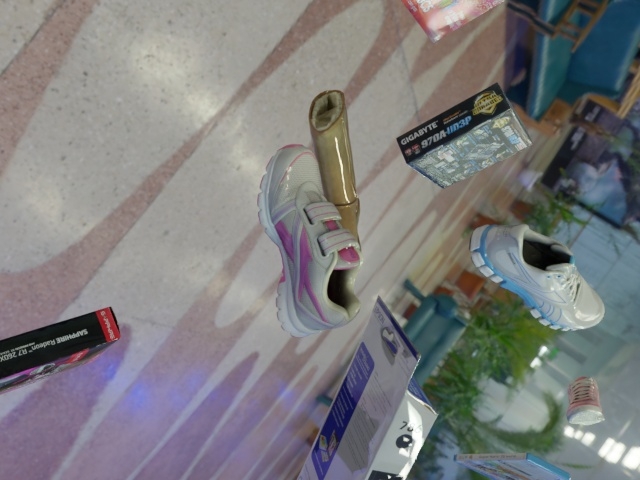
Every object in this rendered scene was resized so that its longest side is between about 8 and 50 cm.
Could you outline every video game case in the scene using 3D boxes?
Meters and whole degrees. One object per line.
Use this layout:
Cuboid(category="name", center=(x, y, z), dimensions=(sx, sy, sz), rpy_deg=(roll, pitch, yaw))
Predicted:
Cuboid(category="video game case", center=(0.338, 0.404, 1.239), dimensions=(0.166, 0.119, 0.015), rpy_deg=(-23, -136, 49))

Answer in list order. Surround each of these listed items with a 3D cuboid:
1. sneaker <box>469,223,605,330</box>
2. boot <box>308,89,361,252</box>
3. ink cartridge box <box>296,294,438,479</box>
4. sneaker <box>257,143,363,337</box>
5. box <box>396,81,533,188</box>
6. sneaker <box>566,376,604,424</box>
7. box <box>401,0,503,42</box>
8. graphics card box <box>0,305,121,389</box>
Cuboid(category="sneaker", center=(0.255, 0.041, 0.761), dimensions=(0.083, 0.190, 0.071), rpy_deg=(-21, -137, 58))
Cuboid(category="boot", center=(0.021, -0.104, 1.301), dimensions=(0.236, 0.089, 0.270), rpy_deg=(-87, 170, -45))
Cuboid(category="ink cartridge box", center=(0.061, 0.255, 0.908), dimensions=(0.165, 0.065, 0.333), rpy_deg=(-119, -133, -64))
Cuboid(category="sneaker", center=(0.000, 0.000, 0.886), dimensions=(0.103, 0.111, 0.252), rpy_deg=(-22, 105, -50))
Cuboid(category="box", center=(0.240, -0.161, 1.131), dimensions=(0.175, 0.051, 0.220), rpy_deg=(-27, 163, 21))
Cuboid(category="sneaker", center=(0.399, 0.241, 1.063), dimensions=(0.051, 0.070, 0.134), rpy_deg=(-18, 155, 23))
Cuboid(category="box", center=(0.166, -0.466, 1.099), dimensions=(0.142, 0.154, 0.300), rpy_deg=(-28, 158, 20))
Cuboid(category="graphics card box", center=(-0.682, 0.277, 1.636), dimensions=(0.370, 0.094, 0.232), rpy_deg=(-16, 168, -40))
